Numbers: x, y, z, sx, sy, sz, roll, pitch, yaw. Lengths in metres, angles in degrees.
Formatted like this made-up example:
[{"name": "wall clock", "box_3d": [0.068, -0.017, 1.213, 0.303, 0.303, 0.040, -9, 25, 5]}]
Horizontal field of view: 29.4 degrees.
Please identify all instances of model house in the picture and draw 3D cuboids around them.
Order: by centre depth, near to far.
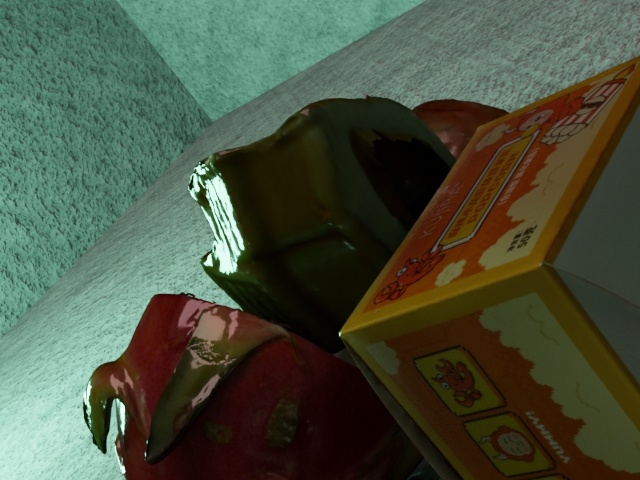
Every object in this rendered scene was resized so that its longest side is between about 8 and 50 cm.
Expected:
[{"name": "model house", "box_3d": [-0.005, -0.010, 1.072, 0.239, 0.268, 0.173, -21, 36, 34]}]

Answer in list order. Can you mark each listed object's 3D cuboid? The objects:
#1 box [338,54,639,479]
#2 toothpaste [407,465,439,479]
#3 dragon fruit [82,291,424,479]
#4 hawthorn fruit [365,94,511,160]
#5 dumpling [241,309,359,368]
[{"name": "box", "box_3d": [0.208, 0.054, 0.939, 0.213, 0.259, 0.283, -25, 20, 45]}, {"name": "toothpaste", "box_3d": [0.063, 0.270, 1.074, 0.197, 0.034, 0.057, -53, -4, -41]}, {"name": "dragon fruit", "box_3d": [-0.071, 0.202, 1.113, 0.226, 0.305, 0.305, -65, 22, -12]}, {"name": "hawthorn fruit", "box_3d": [0.134, -0.032, 1.285, 0.277, 0.298, 0.277, -35, 2, 1]}, {"name": "dumpling", "box_3d": [-0.056, 0.128, 1.387, 0.187, 0.243, 0.318, 13, 59, 33]}]
